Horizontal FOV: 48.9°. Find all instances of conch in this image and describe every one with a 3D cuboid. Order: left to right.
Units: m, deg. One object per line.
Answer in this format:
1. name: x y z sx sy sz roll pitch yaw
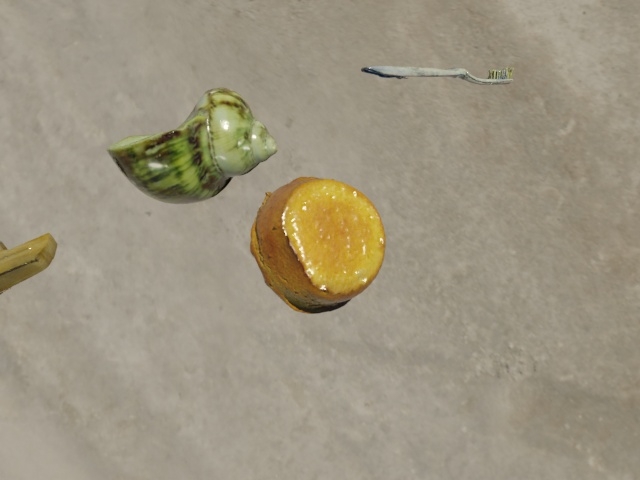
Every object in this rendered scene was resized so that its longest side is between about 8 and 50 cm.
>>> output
1. conch: -0.158 -0.117 0.914 0.181 0.187 0.124 -27 98 19

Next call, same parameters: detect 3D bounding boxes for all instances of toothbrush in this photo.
1. toothbrush: 0.255 -0.349 1.471 0.413 0.035 0.042 -7 103 -32

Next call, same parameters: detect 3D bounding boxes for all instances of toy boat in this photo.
1. toy boat: -0.564 0.046 1.204 0.226 0.088 0.068 -27 144 -12

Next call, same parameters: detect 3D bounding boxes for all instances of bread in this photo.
1. bread: 0.004 0.004 1.548 0.312 0.172 0.312 6 78 -28
